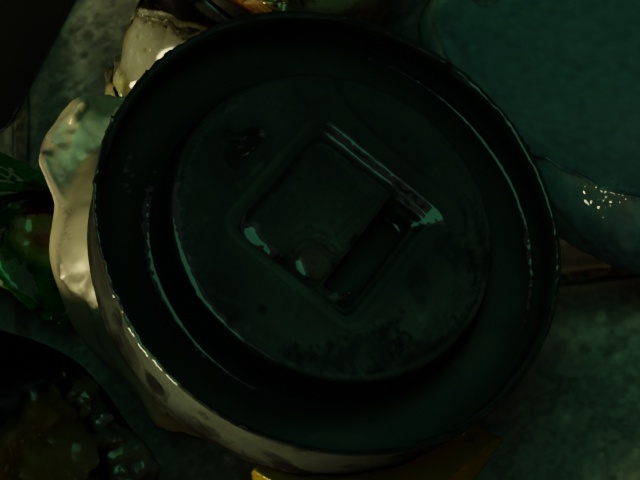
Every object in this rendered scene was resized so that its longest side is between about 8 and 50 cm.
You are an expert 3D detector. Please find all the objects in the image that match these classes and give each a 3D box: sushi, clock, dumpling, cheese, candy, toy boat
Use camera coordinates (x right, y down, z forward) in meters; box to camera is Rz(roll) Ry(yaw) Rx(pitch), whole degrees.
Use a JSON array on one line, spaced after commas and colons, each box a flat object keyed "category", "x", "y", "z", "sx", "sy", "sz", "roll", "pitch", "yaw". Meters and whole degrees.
[{"category": "sushi", "x": -0.240, "y": 0.167, "z": 1.241, "sx": 0.200, "sy": 0.204, "sz": 0.213, "roll": -28, "pitch": 100, "yaw": -35}, {"category": "clock", "x": 0.001, "y": -0.001, "z": 1.230, "sx": 0.318, "sy": 0.066, "sz": 0.319, "roll": 7, "pitch": 65, "yaw": -16}, {"category": "dumpling", "x": -0.091, "y": 0.010, "z": 1.308, "sx": 0.193, "sy": 0.147, "sz": 0.258, "roll": -17, "pitch": 90, "yaw": -4}, {"category": "sushi", "x": -0.046, "y": -0.080, "z": 1.387, "sx": 0.273, "sy": 0.134, "sz": 0.109, "roll": 37, "pitch": 88, "yaw": 4}, {"category": "cheese", "x": 0.041, "y": 0.162, "z": 1.262, "sx": 0.093, "sy": 0.126, "sz": 0.171, "roll": 29, "pitch": 51, "yaw": 26}, {"category": "candy", "x": -0.257, "y": -0.019, "z": 1.390, "sx": 0.203, "sy": 0.078, "sz": 0.141, "roll": 20, "pitch": 50, "yaw": 7}, {"category": "toy boat", "x": 0.215, "y": -0.091, "z": 1.367, "sx": 0.215, "sy": 0.123, "sz": 0.330, "roll": -29, "pitch": 52, "yaw": -17}]

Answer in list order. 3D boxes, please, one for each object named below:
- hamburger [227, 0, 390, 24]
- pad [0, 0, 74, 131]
[{"category": "hamburger", "x": -0.040, "y": -0.244, "z": 1.387, "sx": 0.146, "sy": 0.243, "sz": 0.286, "roll": -56, "pitch": 33, "yaw": 8}, {"category": "pad", "x": -0.287, "y": -0.209, "z": 1.533, "sx": 0.181, "sy": 0.004, "sz": 0.267, "roll": 17, "pitch": 66, "yaw": 16}]
